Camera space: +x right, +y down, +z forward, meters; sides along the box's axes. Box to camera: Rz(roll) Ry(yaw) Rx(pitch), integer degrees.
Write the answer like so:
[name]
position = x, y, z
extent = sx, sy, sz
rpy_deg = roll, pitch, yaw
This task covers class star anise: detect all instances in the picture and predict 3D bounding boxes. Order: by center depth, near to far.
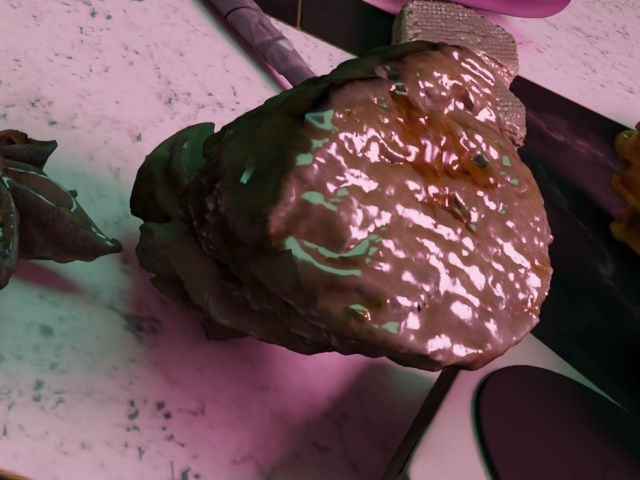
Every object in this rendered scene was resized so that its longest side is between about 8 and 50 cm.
[star anise]
position = -0.205, -0.030, 0.653
extent = 0.195, 0.065, 0.182
rpy_deg = 24, 27, -4

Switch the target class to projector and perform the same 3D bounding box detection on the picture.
[projector]
position = 0.157, 0.179, 0.639
extent = 0.259, 0.079, 0.257
rpy_deg = 39, 25, 5

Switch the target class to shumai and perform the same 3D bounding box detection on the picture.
[shumai]
position = 0.001, -0.001, 0.675
extent = 0.256, 0.218, 0.189
rpy_deg = -28, 98, -54

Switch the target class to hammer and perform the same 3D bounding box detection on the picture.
[hammer]
position = -0.028, -0.150, 0.991
extent = 0.152, 0.044, 0.427
rpy_deg = -7, 47, -47

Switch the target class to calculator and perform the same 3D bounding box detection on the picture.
[calculator]
position = 0.150, -0.314, 1.344
extent = 0.294, 0.043, 0.194
rpy_deg = -2, 31, -38

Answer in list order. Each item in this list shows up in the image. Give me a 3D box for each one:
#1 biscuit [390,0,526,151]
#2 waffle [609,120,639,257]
[biscuit]
position = 0.142, -0.183, 1.178
extent = 0.147, 0.046, 0.250
rpy_deg = 25, 32, -9
[waffle]
position = 0.344, -0.030, 1.033
extent = 0.055, 0.160, 0.211
rpy_deg = -12, 47, -36
